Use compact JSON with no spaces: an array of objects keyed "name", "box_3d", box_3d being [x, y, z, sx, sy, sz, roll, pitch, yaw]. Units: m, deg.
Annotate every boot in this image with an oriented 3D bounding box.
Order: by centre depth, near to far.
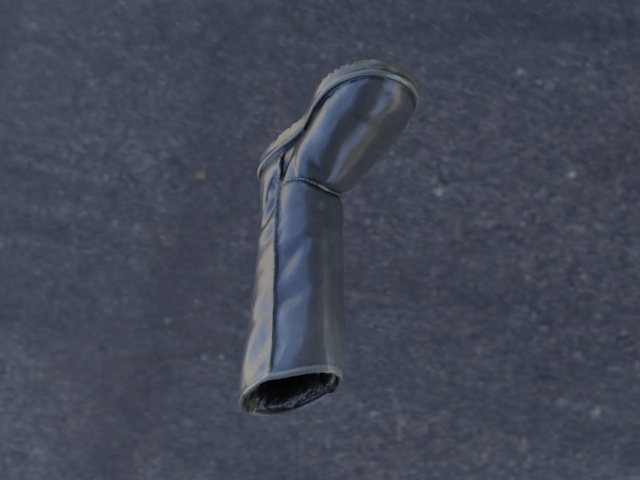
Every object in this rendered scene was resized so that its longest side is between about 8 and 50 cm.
[{"name":"boot","box_3d":[0.003,0.000,0.996,0.189,0.076,0.208,-46,28,48]}]
